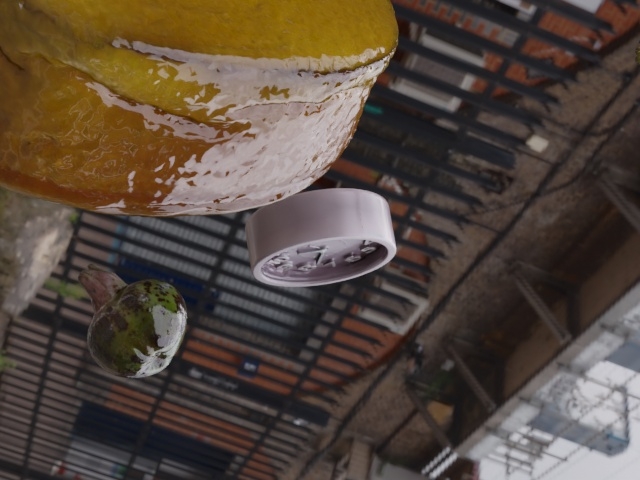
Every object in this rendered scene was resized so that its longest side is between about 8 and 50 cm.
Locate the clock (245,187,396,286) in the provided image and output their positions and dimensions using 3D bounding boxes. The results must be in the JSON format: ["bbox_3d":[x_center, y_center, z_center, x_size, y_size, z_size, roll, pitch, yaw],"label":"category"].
[{"bbox_3d":[0.000,0.000,1.156,0.197,0.197,0.068,126,-42,-63],"label":"clock"}]

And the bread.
[{"bbox_3d":[-0.087,-0.112,0.475,0.143,0.269,0.195,-48,-121,43],"label":"bread"}]

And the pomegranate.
[{"bbox_3d":[-0.251,0.103,1.124,0.138,0.163,0.125,-45,-160,9],"label":"pomegranate"}]

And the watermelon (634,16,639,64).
[{"bbox_3d":[0.686,-0.395,1.698,0.301,0.129,0.123,27,77,-70],"label":"watermelon"}]
